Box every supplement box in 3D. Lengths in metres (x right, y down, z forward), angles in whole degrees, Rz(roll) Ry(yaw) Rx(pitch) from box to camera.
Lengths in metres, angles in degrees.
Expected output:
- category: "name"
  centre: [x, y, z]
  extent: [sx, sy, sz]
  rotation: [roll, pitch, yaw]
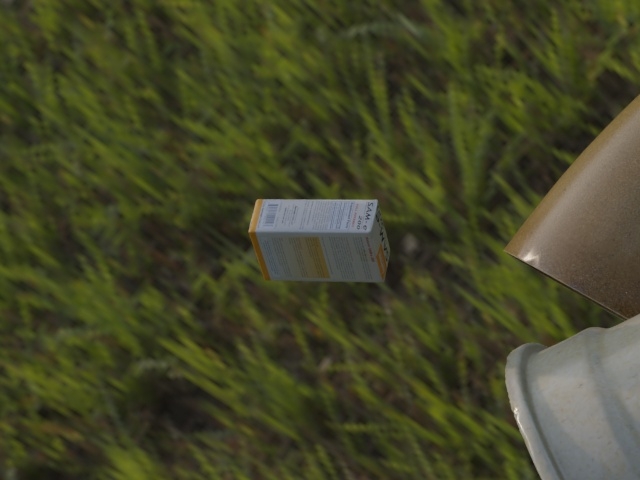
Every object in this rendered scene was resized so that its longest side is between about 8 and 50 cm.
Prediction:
- category: "supplement box"
  centre: [0.000, 0.000, 1.519]
  extent: [0.098, 0.062, 0.036]
  rotation: [1, 50, 14]

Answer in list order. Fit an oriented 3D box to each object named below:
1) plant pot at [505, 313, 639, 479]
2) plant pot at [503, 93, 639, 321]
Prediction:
- category: "plant pot"
  centre: [0.357, 0.135, 1.429]
  extent: [0.305, 0.334, 0.333]
  rotation: [-36, 45, 17]
- category: "plant pot"
  centre: [0.326, -0.041, 1.742]
  extent: [0.237, 0.237, 0.254]
  rotation: [30, 92, 47]
